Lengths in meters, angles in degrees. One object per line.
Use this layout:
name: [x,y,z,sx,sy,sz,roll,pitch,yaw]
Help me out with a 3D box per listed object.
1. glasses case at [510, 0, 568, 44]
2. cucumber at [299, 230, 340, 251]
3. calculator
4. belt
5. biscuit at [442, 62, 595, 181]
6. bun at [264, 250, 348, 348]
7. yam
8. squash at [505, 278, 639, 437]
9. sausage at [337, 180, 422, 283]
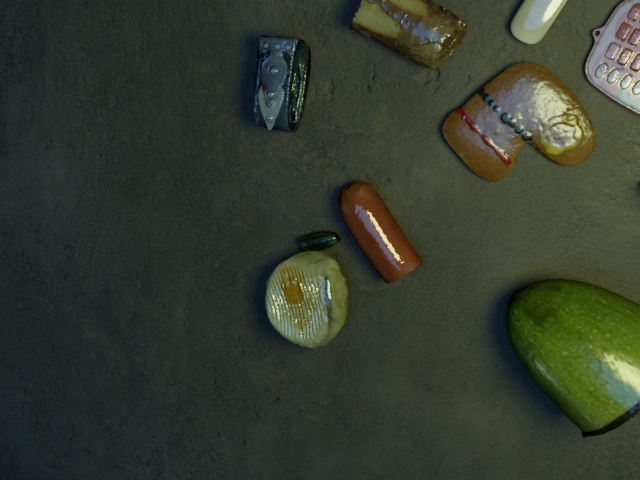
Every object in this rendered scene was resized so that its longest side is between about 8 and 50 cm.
glasses case: [0.474,-0.506,1.363,0.081,0.051,0.204,36,113,8]
cucumber: [0.000,0.000,1.666,0.105,0.048,0.048,-13,99,22]
calculator: [0.706,-0.356,1.329,0.329,0.048,0.220,30,113,12]
belt: [-0.104,-0.372,1.564,0.128,0.122,0.218,11,101,18]
biscuit: [0.435,-0.235,1.449,0.277,0.052,0.262,-36,90,24]
bun: [-0.019,0.150,1.660,0.243,0.153,0.244,7,101,36]
yam: [0.188,-0.473,1.437,0.238,0.129,0.128,32,77,8]
squash: [0.557,0.198,1.407,0.309,0.310,0.310,45,114,11]
sausage: [0.132,-0.023,1.583,0.113,0.113,0.259,-33,92,24]
